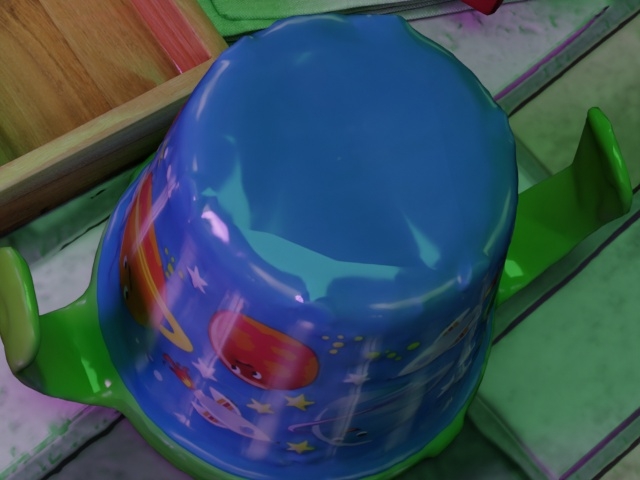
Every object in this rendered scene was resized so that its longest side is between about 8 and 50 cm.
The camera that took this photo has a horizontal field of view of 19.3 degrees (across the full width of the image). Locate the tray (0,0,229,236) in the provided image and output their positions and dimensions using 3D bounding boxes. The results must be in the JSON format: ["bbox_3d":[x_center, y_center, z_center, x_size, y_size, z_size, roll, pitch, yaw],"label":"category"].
[{"bbox_3d":[-0.245,-0.203,1.110,0.203,0.076,0.411,-29,76,-20],"label":"tray"}]

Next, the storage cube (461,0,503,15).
[{"bbox_3d":[0.083,-0.285,1.098,0.215,0.193,0.183,30,66,1],"label":"storage cube"}]

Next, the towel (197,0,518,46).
[{"bbox_3d":[-0.003,-0.285,1.203,0.248,0.038,0.325,-11,70,-15],"label":"towel"}]

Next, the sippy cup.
[{"bbox_3d":[0.000,0.000,0.986,0.240,0.224,0.305,37,67,6],"label":"sippy cup"}]
